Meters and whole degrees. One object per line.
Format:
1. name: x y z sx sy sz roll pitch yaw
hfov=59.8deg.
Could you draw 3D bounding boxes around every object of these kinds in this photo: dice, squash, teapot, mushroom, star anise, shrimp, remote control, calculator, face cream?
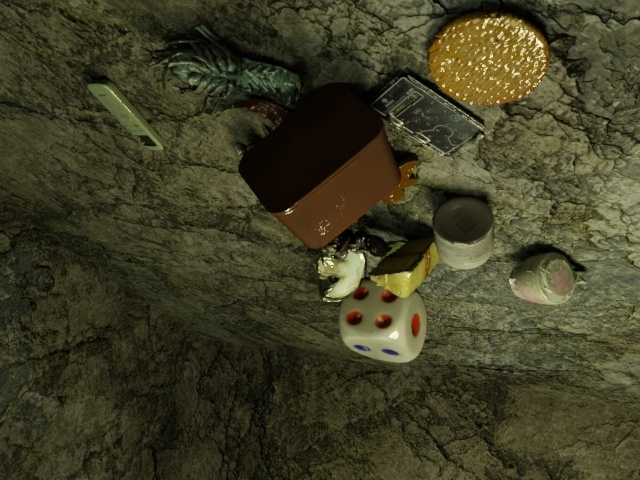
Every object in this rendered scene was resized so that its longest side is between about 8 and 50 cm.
1. dice: 0.271 0.347 2.394 0.304 0.277 0.304 4 154 30
2. squash: 0.284 0.106 2.101 0.137 0.137 0.287 13 163 10
3. teapot: 0.731 0.114 1.821 0.178 0.221 0.163 -16 100 63
4. mushroom: 0.075 0.089 2.134 0.190 0.164 0.267 -7 117 -2
5. star anise: 0.111 0.007 1.918 0.283 0.129 0.212 9 179 -15
6. shrimp: -0.245 -0.408 1.367 0.411 0.166 0.221 6 121 -7
7. remote control: -0.601 -0.389 1.746 0.090 0.038 0.309 5 152 25
8. calculator: 0.262 -0.305 1.378 0.274 0.028 0.166 27 153 -19
9. face cream: 0.426 -0.024 1.660 0.177 0.177 0.153 7 152 21

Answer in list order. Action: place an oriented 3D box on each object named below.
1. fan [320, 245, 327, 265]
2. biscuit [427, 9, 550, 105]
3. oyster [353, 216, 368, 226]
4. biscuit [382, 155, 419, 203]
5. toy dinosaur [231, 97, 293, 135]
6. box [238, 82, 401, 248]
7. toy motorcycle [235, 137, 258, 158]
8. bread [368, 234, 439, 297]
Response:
1. fan: 0.000 0.000 1.947 0.009 0.220 0.132 -17 141 13
2. biscuit: 0.349 -0.378 1.171 0.254 0.035 0.254 14 153 7
3. oyster: 0.097 -0.079 1.892 0.103 0.051 0.148 18 -172 24
4. biscuit: 0.213 -0.171 1.619 0.138 0.031 0.205 -16 152 -6
5. toy dinosaur: -0.107 -0.289 1.547 0.207 0.113 0.327 8 152 26
6. box: 0.008 -0.176 1.413 0.239 0.339 0.229 51 180 35
7. toy motorcycle: -0.186 -0.231 1.718 0.152 0.073 0.225 9 155 33
8. bread: 0.307 0.075 1.849 0.142 0.266 0.178 51 142 -4
